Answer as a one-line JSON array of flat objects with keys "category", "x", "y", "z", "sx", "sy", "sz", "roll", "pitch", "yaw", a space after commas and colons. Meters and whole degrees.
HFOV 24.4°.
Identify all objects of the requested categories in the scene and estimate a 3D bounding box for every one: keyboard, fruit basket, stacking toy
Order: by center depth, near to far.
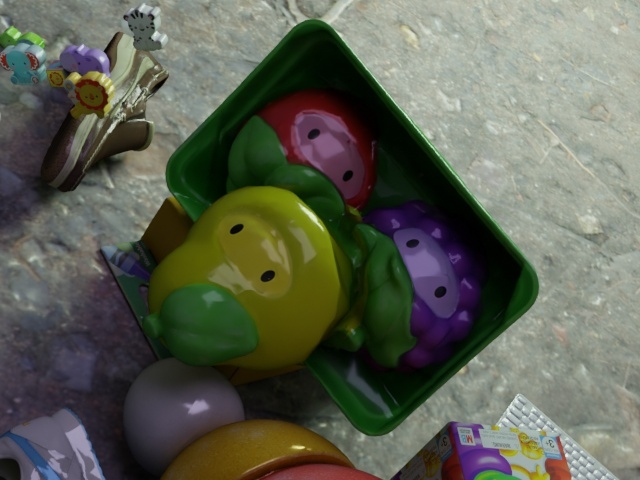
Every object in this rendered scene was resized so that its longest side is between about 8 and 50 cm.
[{"category": "stacking toy", "x": -0.041, "y": 0.282, "z": 1.322, "sx": 0.350, "sy": 0.351, "sz": 0.480, "roll": -3, "pitch": 37, "yaw": -35}, {"category": "fruit basket", "x": 0.000, "y": 0.000, "z": 1.435, "sx": 0.392, "sy": 0.283, "sz": 0.392, "roll": 40, "pitch": 20, "yaw": -18}, {"category": "stacking toy", "x": -0.290, "y": -0.192, "z": 1.600, "sx": 0.221, "sy": 0.052, "sz": 0.167, "roll": 1, "pitch": 35, "yaw": 22}, {"category": "keyboard", "x": 0.309, "y": 0.282, "z": 1.704, "sx": 0.256, "sy": 0.014, "sz": 0.072, "roll": 41, "pitch": 43, "yaw": 4}]

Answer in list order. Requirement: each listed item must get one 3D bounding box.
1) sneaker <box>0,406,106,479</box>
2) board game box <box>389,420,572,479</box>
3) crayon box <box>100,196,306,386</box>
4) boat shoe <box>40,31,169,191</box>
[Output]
[{"category": "sneaker", "x": -0.222, "y": 0.265, "z": 1.321, "sx": 0.092, "sy": 0.087, "sz": 0.229, "roll": -20, "pitch": 64, "yaw": -26}, {"category": "board game box", "x": 0.182, "y": 0.339, "z": 1.475, "sx": 0.144, "sy": 0.142, "sz": 0.275, "roll": 9, "pitch": 50, "yaw": -28}, {"category": "crayon box", "x": -0.051, "y": 0.040, "z": 1.620, "sx": 0.323, "sy": 0.083, "sz": 0.203, "roll": -12, "pitch": 61, "yaw": -39}, {"category": "boat shoe", "x": -0.227, "y": -0.136, "z": 1.647, "sx": 0.095, "sy": 0.095, "sz": 0.257, "roll": 33, "pitch": 42, "yaw": -15}]
